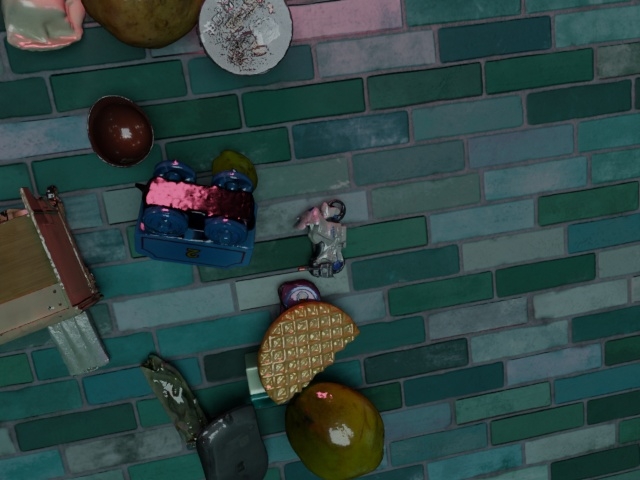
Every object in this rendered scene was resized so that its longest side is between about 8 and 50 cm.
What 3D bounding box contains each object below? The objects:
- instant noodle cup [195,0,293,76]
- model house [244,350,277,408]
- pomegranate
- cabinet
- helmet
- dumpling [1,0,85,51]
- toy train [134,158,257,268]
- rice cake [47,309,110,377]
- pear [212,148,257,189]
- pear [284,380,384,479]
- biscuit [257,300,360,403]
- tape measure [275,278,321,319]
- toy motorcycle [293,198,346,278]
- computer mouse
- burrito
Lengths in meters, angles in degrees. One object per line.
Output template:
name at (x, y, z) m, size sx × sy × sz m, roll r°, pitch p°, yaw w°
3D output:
instant noodle cup at (-0.183, -0.498, 1.445) m, size 0.217 × 0.207 × 0.217 m, roll -2°, pitch 105°, yaw -9°
model house at (-0.154, 0.396, 1.708) m, size 0.100 × 0.127 × 0.149 m, roll -7°, pitch 102°, yaw -8°
pomegranate at (-0.397, -0.565, 1.361) m, size 0.281 × 0.281 × 0.281 m, roll -2°, pitch 104°, yaw -9°
cabinet at (-0.738, 0.063, 1.462) m, size 0.290 × 0.227 × 0.318 m, roll -22°, pitch 96°, yaw -3°
helmet at (-0.486, -0.269, 1.501) m, size 0.155 × 0.106 × 0.175 m, roll -36°, pitch 103°, yaw 1°
dumpling at (-0.640, -0.553, 1.413) m, size 0.179 × 0.131 × 0.252 m, roll -1°, pitch 83°, yaw -29°
toy train at (-0.308, -0.052, 1.498) m, size 0.300 × 0.265 × 0.188 m, roll 8°, pitch 59°, yaw -11°
rice cake at (-0.653, 0.260, 1.637) m, size 0.124 × 0.038 × 0.211 m, roll -24°, pitch 107°, yaw -4°
pear at (-0.221, -0.170, 1.571) m, size 0.107 × 0.107 × 0.131 m, roll -34°, pitch 97°, yaw 0°
pear at (0.044, 0.530, 1.711) m, size 0.269 × 0.269 × 0.321 m, roll -44°, pitch 99°, yaw 3°
biscuit at (-0.048, 0.280, 1.640) m, size 0.309 × 0.040 × 0.204 m, roll -40°, pitch 109°, yaw -15°
tape measure at (-0.061, 0.168, 1.697) m, size 0.125 × 0.074 × 0.118 m, roll 7°, pitch 102°, yaw -7°
toy motorcycle at (0.000, 0.000, 1.655) m, size 0.150 × 0.102 × 0.221 m, roll -5°, pitch 104°, yaw -21°
computer mouse at (-0.255, 0.587, 1.710) m, size 0.188 × 0.122 × 0.371 m, roll -27°, pitch 133°, yaw -30°
burrito at (-0.399, 0.448, 1.710) m, size 0.096 × 0.066 × 0.309 m, roll -29°, pitch 106°, yaw -5°
